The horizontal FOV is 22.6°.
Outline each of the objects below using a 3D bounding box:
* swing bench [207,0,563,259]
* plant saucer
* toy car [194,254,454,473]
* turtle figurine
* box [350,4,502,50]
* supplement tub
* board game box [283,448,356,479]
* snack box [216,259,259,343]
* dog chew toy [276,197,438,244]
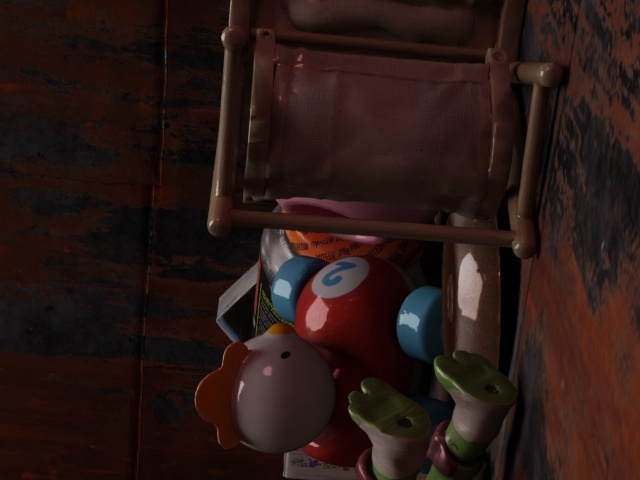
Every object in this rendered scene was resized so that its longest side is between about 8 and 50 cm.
[{"bbox_3d":[0.045,-0.116,1.288,0.255,0.253,0.165,-90,5,-66],"label":"swing bench"},{"bbox_3d":[0.127,0.050,1.377,0.198,0.036,0.199,-1,-90,-90],"label":"plant saucer"},{"bbox_3d":[-0.018,0.120,1.526,0.219,0.238,0.210,13,100,45],"label":"toy car"},{"bbox_3d":[0.047,0.202,1.306,0.275,0.197,0.266,-95,14,-55],"label":"turtle figurine"},{"bbox_3d":[0.106,-0.301,1.432,0.142,0.154,0.300,-92,9,-72],"label":"box"},{"bbox_3d":[0.027,0.070,1.833,0.338,0.207,0.207,98,176,-50],"label":"supplement tub"},{"bbox_3d":[0.031,0.181,2.220,0.142,0.144,0.275,-94,10,-76],"label":"board game box"},{"bbox_3d":[0.000,0.000,2.071,0.322,0.060,0.187,-43,6,3],"label":"snack box"},{"bbox_3d":[0.066,-0.168,1.633,0.206,0.206,0.332,106,-177,-76],"label":"dog chew toy"}]
